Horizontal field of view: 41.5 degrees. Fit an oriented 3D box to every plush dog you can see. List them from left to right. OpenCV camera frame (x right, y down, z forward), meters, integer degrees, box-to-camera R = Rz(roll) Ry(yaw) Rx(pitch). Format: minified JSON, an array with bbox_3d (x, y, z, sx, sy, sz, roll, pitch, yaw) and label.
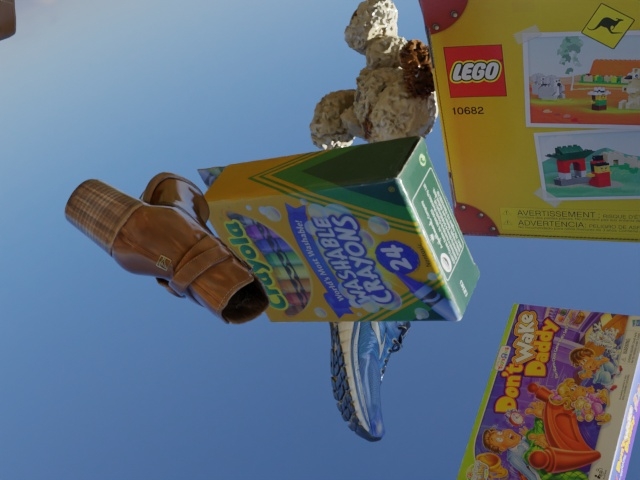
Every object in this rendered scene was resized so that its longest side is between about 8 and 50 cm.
[{"bbox_3d":[0.113,-0.207,1.290,0.225,0.210,0.262,-92,-157,-59],"label":"plush dog"}]

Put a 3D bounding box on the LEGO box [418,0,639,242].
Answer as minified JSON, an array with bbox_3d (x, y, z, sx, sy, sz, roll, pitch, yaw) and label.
[{"bbox_3d":[0.392,-0.193,0.983,0.500,0.372,0.193,3,-138,22],"label":"LEGO box"}]

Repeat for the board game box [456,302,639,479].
[{"bbox_3d":[0.385,0.278,1.369,0.233,0.078,0.347,3,-124,36],"label":"board game box"}]

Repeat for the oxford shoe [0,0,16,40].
[{"bbox_3d":[-0.253,-0.248,0.609,0.076,0.212,0.076,-13,-151,-41],"label":"oxford shoe"}]

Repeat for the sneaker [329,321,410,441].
[{"bbox_3d":[0.095,0.185,1.488,0.147,0.330,0.130,0,165,-10],"label":"sneaker"}]

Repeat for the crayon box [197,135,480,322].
[{"bbox_3d":[0.000,0.000,1.002,0.323,0.203,0.083,-4,-142,35],"label":"crayon box"}]

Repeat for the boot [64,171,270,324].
[{"bbox_3d":[-0.101,0.011,0.696,0.073,0.152,0.197,-61,166,13],"label":"boot"}]
